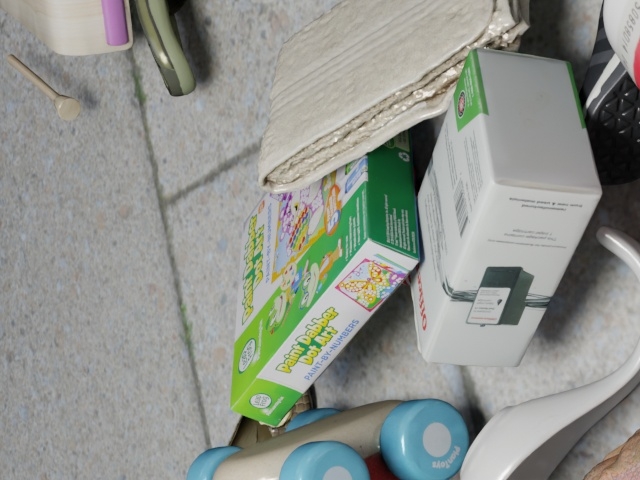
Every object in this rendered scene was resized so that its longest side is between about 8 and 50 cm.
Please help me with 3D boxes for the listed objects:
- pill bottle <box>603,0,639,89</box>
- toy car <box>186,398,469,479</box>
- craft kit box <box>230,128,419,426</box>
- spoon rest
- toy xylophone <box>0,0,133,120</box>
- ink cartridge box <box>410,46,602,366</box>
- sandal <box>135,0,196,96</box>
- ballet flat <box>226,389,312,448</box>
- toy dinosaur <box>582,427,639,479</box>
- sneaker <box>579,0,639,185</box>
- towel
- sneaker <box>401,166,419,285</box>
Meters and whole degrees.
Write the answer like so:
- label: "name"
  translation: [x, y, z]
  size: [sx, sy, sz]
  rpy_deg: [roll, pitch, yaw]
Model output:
- label: "pill bottle"
  translation: [0.358, -0.042, 0.801]
  size: [0.229, 0.229, 0.408]
  rpy_deg: [-49, 56, 37]
- label: "toy car"
  translation: [0.027, 0.277, 1.225]
  size: [0.219, 0.210, 0.238]
  rpy_deg: [-17, 90, 58]
- label: "craft kit box"
  translation: [0.000, 0.000, 1.256]
  size: [0.247, 0.061, 0.250]
  rpy_deg: [-56, 23, 37]
- label: "spoon rest"
  translation: [0.193, 0.127, 1.086]
  size: [0.084, 0.137, 0.276]
  rpy_deg: [32, 102, 25]
- label: "toy xylophone"
  translation: [-0.323, -0.291, 1.646]
  size: [0.323, 0.081, 0.236]
  rpy_deg: [46, 145, 43]
- label: "ink cartridge box"
  translation: [0.136, -0.021, 1.082]
  size: [0.208, 0.086, 0.153]
  rpy_deg: [107, 165, -46]
- label: "sandal"
  translation: [-0.167, -0.301, 1.504]
  size: [0.086, 0.120, 0.303]
  rpy_deg: [-18, 78, 3]
- label: "ballet flat"
  translation: [-0.079, 0.237, 1.434]
  size: [0.084, 0.058, 0.250]
  rpy_deg: [51, 126, 34]
- label: "toy dinosaur"
  translation: [0.224, 0.189, 0.982]
  size: [0.296, 0.200, 0.127]
  rpy_deg: [-56, 52, 33]
- label: "sneaker"
  translation: [0.251, -0.154, 1.056]
  size: [0.097, 0.084, 0.235]
  rpy_deg: [-104, 32, -60]
- label: "towel"
  translation: [0.062, -0.165, 1.183]
  size: [0.282, 0.049, 0.187]
  rpy_deg: [-28, 37, 33]
- label: "sneaker"
  translation: [0.084, -0.015, 1.254]
  size: [0.067, 0.042, 0.118]
  rpy_deg: [22, 114, 50]
